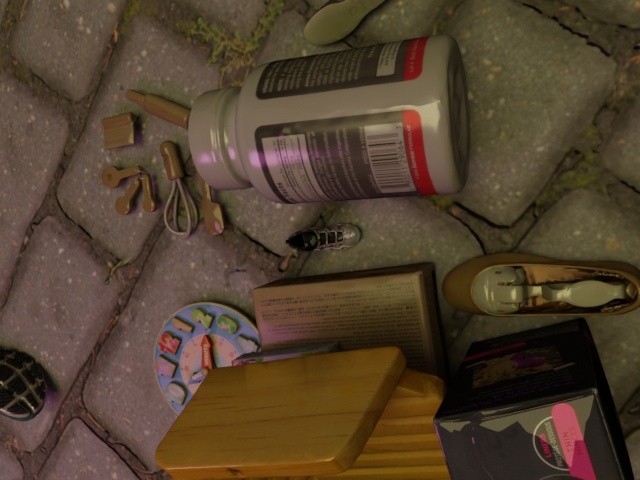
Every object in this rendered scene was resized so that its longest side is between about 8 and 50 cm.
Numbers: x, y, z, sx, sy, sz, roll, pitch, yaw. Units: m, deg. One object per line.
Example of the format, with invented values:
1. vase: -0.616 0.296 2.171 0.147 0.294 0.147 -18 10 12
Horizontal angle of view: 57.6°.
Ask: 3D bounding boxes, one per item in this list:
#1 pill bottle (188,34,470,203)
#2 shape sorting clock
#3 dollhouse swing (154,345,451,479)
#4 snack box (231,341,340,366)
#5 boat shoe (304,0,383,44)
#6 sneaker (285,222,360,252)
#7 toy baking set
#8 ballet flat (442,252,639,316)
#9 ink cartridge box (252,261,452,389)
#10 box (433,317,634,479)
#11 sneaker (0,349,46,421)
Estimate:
1. pill bottle: 0.009 -0.134 0.702 0.318 0.176 0.176 -2 95 22
2. shape sorting clock: -0.165 0.194 0.880 0.206 0.040 0.206 3 97 22
3. dollhouse swing: 0.003 0.344 0.603 0.315 0.305 0.347 -12 130 24
4. snack box: -0.036 0.187 0.734 0.141 0.037 0.100 -11 93 23
5. boat shoe: 0.036 -0.304 0.747 0.137 0.049 0.043 -31 41 24
6. sneaker: 0.000 0.000 0.777 0.098 0.069 0.038 -9 93 23
7. toy baking set: -0.234 -0.113 0.886 0.256 0.030 0.197 21 106 19
8. ballet flat: 0.253 0.053 0.678 0.232 0.073 0.080 -5 93 23
9. ink cartridge box: 0.042 0.138 0.765 0.234 0.088 0.193 -7 94 22
10. box: 0.229 0.197 0.596 0.143 0.270 0.165 -18 89 23
11. sneaker: -0.594 0.255 1.046 0.275 0.107 0.110 18 121 24
